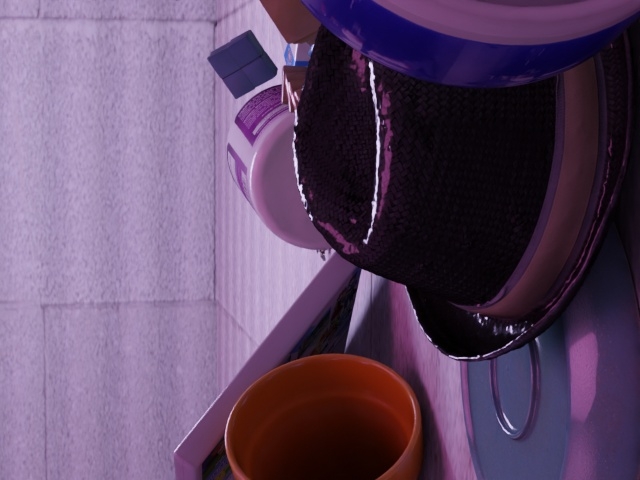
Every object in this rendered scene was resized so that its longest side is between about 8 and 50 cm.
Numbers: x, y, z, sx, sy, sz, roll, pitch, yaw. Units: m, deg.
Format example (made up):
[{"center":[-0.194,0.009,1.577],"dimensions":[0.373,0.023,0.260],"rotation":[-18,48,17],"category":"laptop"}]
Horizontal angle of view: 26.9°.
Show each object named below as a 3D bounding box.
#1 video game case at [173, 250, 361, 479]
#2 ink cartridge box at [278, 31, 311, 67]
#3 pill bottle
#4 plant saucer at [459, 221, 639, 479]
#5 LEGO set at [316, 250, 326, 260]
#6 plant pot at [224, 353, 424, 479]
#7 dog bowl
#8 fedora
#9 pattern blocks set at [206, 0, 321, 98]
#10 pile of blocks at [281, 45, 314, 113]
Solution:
[{"center":[-0.063,0.191,1.607],"dimensions":[0.329,0.036,0.300],"rotation":[-50,-15,-26],"category":"video game case"},{"center":[0.001,-0.325,1.715],"dimensions":[0.231,0.078,0.134],"rotation":[100,164,-44],"category":"ink cartridge box"},{"center":[-0.025,-0.102,1.636],"dimensions":[0.301,0.169,0.169],"rotation":[-128,38,-71],"category":"pill bottle"},{"center":[0.163,0.101,1.023],"dimensions":[0.317,0.044,0.317],"rotation":[179,90,-79],"category":"plant saucer"},{"center":[0.000,-0.003,1.882],"dimensions":[0.083,0.023,0.054],"rotation":[114,153,-65],"category":"LEGO set"},{"center":[0.016,0.258,1.437],"dimensions":[0.205,0.205,0.188],"rotation":[-104,2,-50],"category":"plant pot"},{"center":[0.095,-0.226,0.769],"dimensions":[0.104,0.265,0.264],"rotation":[119,149,-73],"category":"dog bowl"},{"center":[0.077,-0.085,0.953],"dimensions":[0.334,0.153,0.334],"rotation":[-31,55,57],"category":"fedora"},{"center":[0.016,-0.254,1.085],"dimensions":[0.285,0.325,0.026],"rotation":[64,-158,-24],"category":"pattern blocks set"},{"center":[0.041,-0.198,1.345],"dimensions":[0.112,0.149,0.362],"rotation":[134,134,-75],"category":"pile of blocks"}]
